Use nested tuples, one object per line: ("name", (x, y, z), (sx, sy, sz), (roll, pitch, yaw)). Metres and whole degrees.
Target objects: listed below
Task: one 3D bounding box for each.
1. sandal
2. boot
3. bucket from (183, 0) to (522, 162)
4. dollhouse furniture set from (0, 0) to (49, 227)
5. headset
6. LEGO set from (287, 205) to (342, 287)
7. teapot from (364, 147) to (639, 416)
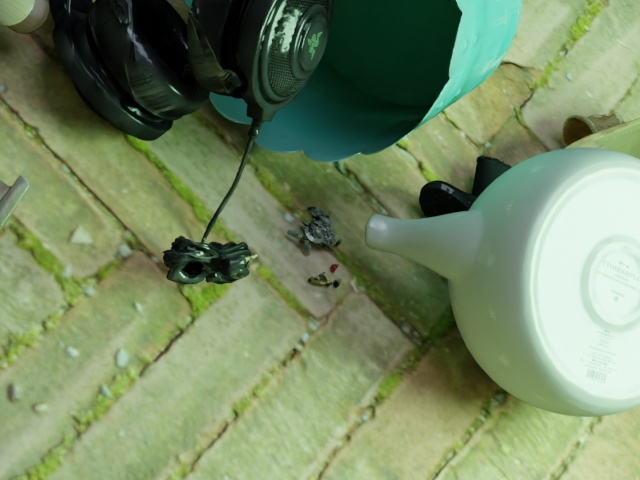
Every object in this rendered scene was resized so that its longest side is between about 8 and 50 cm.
("sandal", (0.272, -0.099, 1.893), (0.079, 0.088, 0.240), (36, 32, 25))
("boot", (0.150, -0.042, 1.785), (0.121, 0.045, 0.099), (37, 45, -18))
("bucket", (0.035, -0.217, 1.674), (0.281, 0.281, 0.183), (50, 33, 7))
("dollhouse furniture set", (-0.254, -0.138, 1.447), (0.161, 0.212, 0.242), (35, 70, -7))
("headset", (-0.111, -0.159, 1.542), (0.185, 0.243, 0.394), (-2, 82, -67))
("LEGO set", (0.002, 0.001, 1.656), (0.054, 0.023, 0.083), (-8, 63, -40))
("teapot", (0.209, 0.037, 1.678), (0.252, 0.187, 0.256), (-33, 107, -28))
